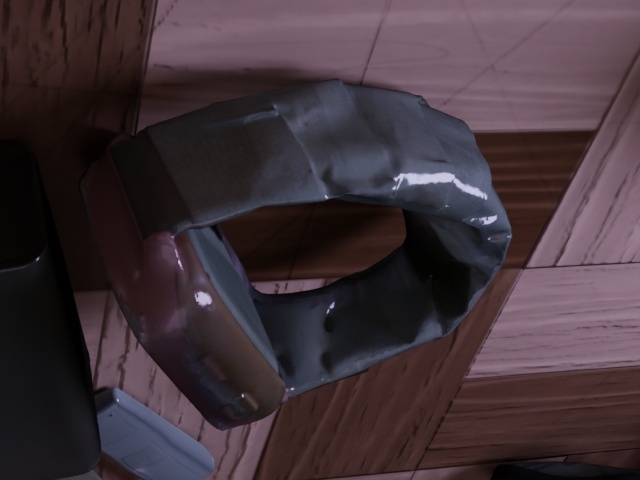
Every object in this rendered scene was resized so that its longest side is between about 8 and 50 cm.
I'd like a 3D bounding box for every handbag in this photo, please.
[{"bbox_3d":[0.312,0.292,1.469,0.192,0.075,0.332,-3,156,31],"label":"handbag"}]

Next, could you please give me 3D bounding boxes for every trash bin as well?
[{"bbox_3d":[-0.241,0.059,0.941,0.164,0.122,0.240,-9,142,-10],"label":"trash bin"}]

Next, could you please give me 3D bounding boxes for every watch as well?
[{"bbox_3d":[0.000,0.000,0.927,0.241,0.161,0.253,-26,145,3],"label":"watch"}]

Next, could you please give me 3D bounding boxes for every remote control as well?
[{"bbox_3d":[-0.153,0.174,1.205,0.061,0.029,0.162,-27,143,15],"label":"remote control"}]

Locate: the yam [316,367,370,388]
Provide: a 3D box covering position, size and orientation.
[{"bbox_3d":[-0.006,0.100,1.148,0.094,0.043,0.043,-19,145,8],"label":"yam"}]

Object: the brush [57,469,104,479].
[{"bbox_3d":[-0.184,0.237,1.232,0.085,0.020,0.336,-41,132,-3],"label":"brush"}]
